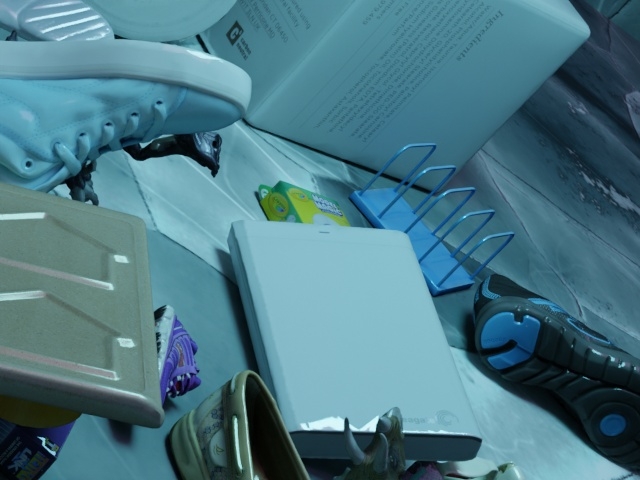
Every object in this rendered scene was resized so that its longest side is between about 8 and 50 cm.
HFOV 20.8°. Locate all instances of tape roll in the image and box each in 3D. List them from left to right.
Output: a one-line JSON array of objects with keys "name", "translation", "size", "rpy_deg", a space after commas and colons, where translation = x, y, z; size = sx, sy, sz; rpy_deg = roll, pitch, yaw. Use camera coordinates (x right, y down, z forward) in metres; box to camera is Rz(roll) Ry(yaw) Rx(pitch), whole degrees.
[{"name": "tape roll", "translation": [-0.194, -0.379, 2.087], "size": [0.246, 0.246, 0.169], "rpy_deg": [37, 23, -14]}]

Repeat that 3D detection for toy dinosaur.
[{"name": "toy dinosaur", "translation": [0.081, 0.307, 1.534], "size": [0.160, 0.121, 0.313], "rpy_deg": [-1, 71, -61]}]

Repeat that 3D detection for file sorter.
[{"name": "file sorter", "translation": [0.147, -0.030, 2.219], "size": [0.170, 0.104, 0.118], "rpy_deg": [50, 24, 15]}]

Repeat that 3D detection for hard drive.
[{"name": "hard drive", "translation": [0.029, 0.097, 1.773], "size": [0.203, 0.040, 0.307], "rpy_deg": [4, 39, -19]}]

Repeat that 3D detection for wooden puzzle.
[{"name": "wooden puzzle", "translation": [-0.287, 0.036, 1.316], "size": [0.322, 0.080, 0.348], "rpy_deg": [15, 21, -16]}]

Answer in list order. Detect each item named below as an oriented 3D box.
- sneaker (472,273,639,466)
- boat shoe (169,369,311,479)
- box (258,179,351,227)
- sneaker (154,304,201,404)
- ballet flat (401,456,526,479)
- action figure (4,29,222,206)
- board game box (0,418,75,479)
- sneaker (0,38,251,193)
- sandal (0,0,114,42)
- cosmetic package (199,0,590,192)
[{"name": "sneaker", "translation": [0.331, 0.155, 2.175], "size": [0.341, 0.125, 0.139], "rpy_deg": [37, 18, -19]}, {"name": "boat shoe", "translation": [-0.036, 0.239, 1.461], "size": [0.104, 0.089, 0.285], "rpy_deg": [13, 37, -51]}, {"name": "box", "translation": [0.000, 0.000, 2.005], "size": [0.105, 0.043, 0.179], "rpy_deg": [19, 31, -46]}, {"name": "sneaker", "translation": [-0.136, 0.116, 1.547], "size": [0.071, 0.068, 0.170], "rpy_deg": [44, 21, -13]}, {"name": "ballet flat", "translation": [0.161, 0.256, 1.771], "size": [0.221, 0.079, 0.077], "rpy_deg": [17, 31, -47]}, {"name": "action figure", "translation": [-0.231, -0.112, 1.697], "size": [0.276, 0.141, 0.164], "rpy_deg": [4, 58, 0]}, {"name": "board game box", "translation": [-0.256, 0.103, 1.393], "size": [0.141, 0.048, 0.170], "rpy_deg": [38, 23, -10]}, {"name": "sneaker", "translation": [-0.241, -0.093, 1.541], "size": [0.366, 0.135, 0.150], "rpy_deg": [0, 79, -12]}, {"name": "sandal", "translation": [-0.344, -0.241, 1.813], "size": [0.265, 0.076, 0.102], "rpy_deg": [31, 45, 1]}, {"name": "cosmetic package", "translation": [0.073, -0.321, 2.320], "size": [0.394, 0.327, 0.329], "rpy_deg": [17, 34, -45]}]
